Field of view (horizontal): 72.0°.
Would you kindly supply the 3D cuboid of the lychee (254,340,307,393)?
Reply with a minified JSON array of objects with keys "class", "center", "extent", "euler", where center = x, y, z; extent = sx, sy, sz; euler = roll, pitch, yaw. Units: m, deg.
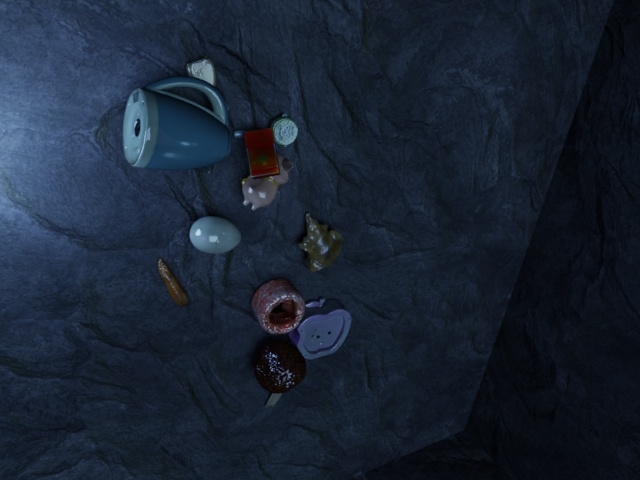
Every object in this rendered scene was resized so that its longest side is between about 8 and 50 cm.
[{"class":"lychee","center":[-0.200,0.626,2.174],"extent":[0.260,0.260,0.261],"euler":[-14,121,-25]}]

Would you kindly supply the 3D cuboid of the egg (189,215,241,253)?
[{"class":"egg","center":[-0.417,-0.020,1.758],"extent":[0.209,0.151,0.151],"euler":[6,112,-34]}]

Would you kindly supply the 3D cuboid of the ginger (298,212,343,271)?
[{"class":"ginger","center":[0.000,0.000,2.041],"extent":[0.218,0.123,0.270],"euler":[-23,124,-16]}]

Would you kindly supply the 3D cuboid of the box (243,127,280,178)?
[{"class":"box","center":[-0.219,-0.327,1.662],"extent":[0.112,0.048,0.175],"euler":[-9,88,1]}]

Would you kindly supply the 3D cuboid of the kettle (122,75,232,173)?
[{"class":"kettle","center":[-0.456,-0.392,1.494],"extent":[0.342,0.247,0.320],"euler":[0,104,-39]}]

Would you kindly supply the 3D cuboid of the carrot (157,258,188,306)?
[{"class":"carrot","center":[-0.611,0.178,1.811],"extent":[0.059,0.059,0.248],"euler":[-29,124,-15]}]

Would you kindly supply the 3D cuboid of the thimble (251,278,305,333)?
[{"class":"thimble","center":[-0.196,0.307,2.067],"extent":[0.239,0.162,0.239],"euler":[-13,117,-25]}]

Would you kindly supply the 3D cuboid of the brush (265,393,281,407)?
[{"class":"brush","center":[-0.217,0.779,2.383],"extent":[0.060,0.050,0.321],"euler":[12,116,-38]}]

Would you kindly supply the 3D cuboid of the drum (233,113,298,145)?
[{"class":"drum","center":[-0.209,-0.411,1.742],"extent":[0.253,0.049,0.130],"euler":[-23,124,-13]}]

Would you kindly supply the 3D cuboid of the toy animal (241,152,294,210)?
[{"class":"toy animal","center":[-0.223,-0.238,1.752],"extent":[0.165,0.149,0.248],"euler":[28,95,-4]}]

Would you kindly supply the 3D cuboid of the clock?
[{"class":"clock","center":[-0.001,0.456,2.300],"extent":[0.338,0.102,0.339],"euler":[-14,121,-25]}]

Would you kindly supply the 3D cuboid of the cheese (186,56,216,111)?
[{"class":"cheese","center":[-0.400,-0.544,1.560],"extent":[0.097,0.037,0.192],"euler":[-26,125,-16]}]
